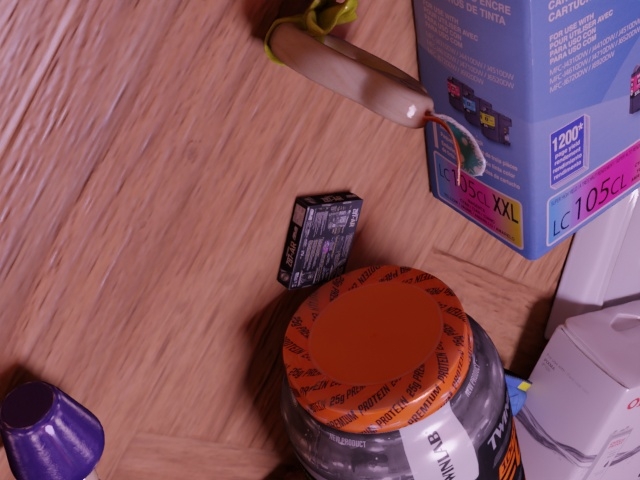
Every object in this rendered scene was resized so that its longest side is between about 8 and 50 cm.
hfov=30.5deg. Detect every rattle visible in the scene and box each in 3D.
[{"bbox_3d":[0.065,-0.147,0.863,0.143,0.200,0.130,-55,141,0],"label":"rattle"}]

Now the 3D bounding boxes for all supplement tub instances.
[{"bbox_3d":[0.084,0.193,1.116,0.207,0.207,0.338,-39,138,-18],"label":"supplement tub"}]

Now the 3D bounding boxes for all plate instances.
[{"bbox_3d":[0.403,-0.015,1.415,0.278,0.045,0.277,-13,124,-40],"label":"plate"}]

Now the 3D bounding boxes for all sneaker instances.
[{"bbox_3d":[0.160,0.165,1.276,0.209,0.069,0.082,27,92,-51],"label":"sneaker"}]

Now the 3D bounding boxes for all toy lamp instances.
[{"bbox_3d":[-0.189,0.213,0.963,0.080,0.080,0.274,-37,138,-20],"label":"toy lamp"}]

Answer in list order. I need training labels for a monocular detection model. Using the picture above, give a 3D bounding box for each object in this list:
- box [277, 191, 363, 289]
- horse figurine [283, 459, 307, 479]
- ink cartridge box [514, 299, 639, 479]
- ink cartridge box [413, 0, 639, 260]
[{"bbox_3d":[0.000,0.000,1.044,0.067,0.018,0.083,-10,123,-41],"label":"box"},{"bbox_3d":[-0.098,0.343,1.152,0.263,0.066,0.174,-25,138,-34],"label":"horse figurine"},{"bbox_3d":[0.326,0.223,1.414,0.207,0.117,0.283,-9,133,-40],"label":"ink cartridge box"},{"bbox_3d":[0.220,-0.219,1.013,0.270,0.151,0.395,-33,134,-24],"label":"ink cartridge box"}]
